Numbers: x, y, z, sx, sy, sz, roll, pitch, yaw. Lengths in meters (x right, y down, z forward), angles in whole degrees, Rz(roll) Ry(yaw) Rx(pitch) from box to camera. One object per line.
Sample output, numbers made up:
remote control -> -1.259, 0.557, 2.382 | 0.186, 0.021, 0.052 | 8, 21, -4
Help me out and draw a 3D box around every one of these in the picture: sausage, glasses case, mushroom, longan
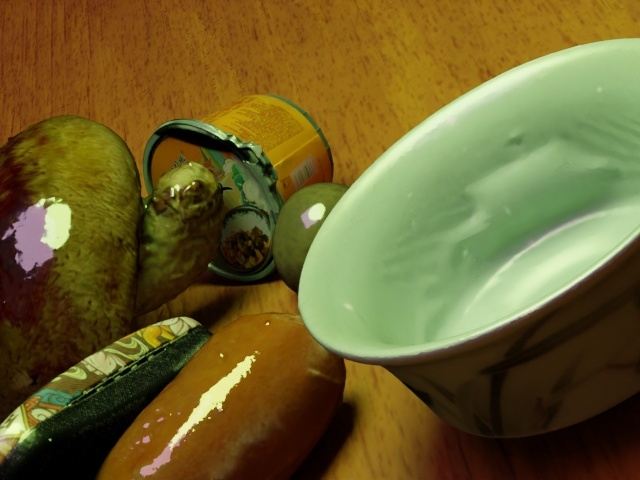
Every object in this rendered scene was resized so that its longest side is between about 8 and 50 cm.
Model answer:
sausage -> -0.080, 0.162, 1.531 | 0.258, 0.133, 0.133 | -47, 28, -24
glasses case -> -0.187, 0.155, 1.589 | 0.321, 0.082, 0.122 | -32, -26, -58
mushroom -> -0.266, 0.043, 1.812 | 0.345, 0.239, 0.345 | -54, 3, 5
longan -> 0.000, 0.000, 1.746 | 0.113, 0.092, 0.113 | -34, 40, 35

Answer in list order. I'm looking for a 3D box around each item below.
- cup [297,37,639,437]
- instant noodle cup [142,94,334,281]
cup -> 0.171, 0.019, 1.420 | 0.347, 0.163, 0.347 | -28, 26, 15
instant noodle cup -> -0.069, -0.066, 1.870 | 0.208, 0.178, 0.125 | -17, 18, 50
